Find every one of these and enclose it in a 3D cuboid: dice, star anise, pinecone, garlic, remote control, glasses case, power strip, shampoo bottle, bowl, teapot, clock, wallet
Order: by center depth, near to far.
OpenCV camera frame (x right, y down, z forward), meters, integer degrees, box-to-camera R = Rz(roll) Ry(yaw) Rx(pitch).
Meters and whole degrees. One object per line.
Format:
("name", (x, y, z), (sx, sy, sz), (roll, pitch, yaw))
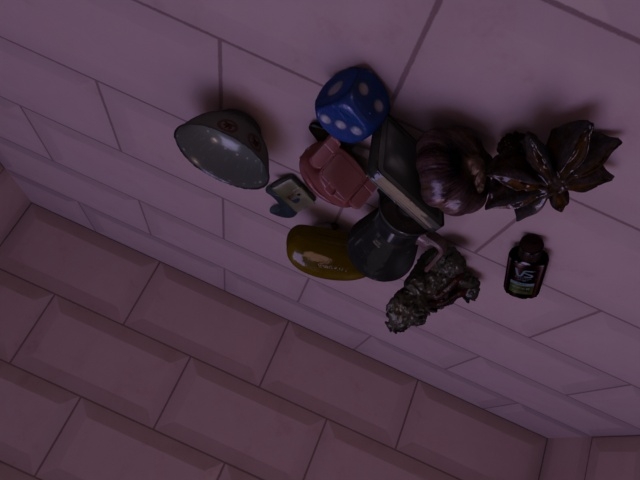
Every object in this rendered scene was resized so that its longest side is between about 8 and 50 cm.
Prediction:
("star anise", (0.533, -0.164, 1.257), (0.331, 0.118, 0.332), (-7, 140, -6))
("pinecone", (0.475, -0.233, 1.317), (0.077, 0.077, 0.083), (34, -173, -20))
("garlic", (0.347, -0.180, 1.337), (0.244, 0.245, 0.160), (35, 152, -23))
("dice", (0.083, -0.346, 1.366), (0.146, 0.143, 0.146), (42, 152, -28))
("clock", (0.026, -0.190, 1.635), (0.227, 0.142, 0.241), (45, 167, -17))
("remote control", (0.139, -0.243, 1.652), (0.074, 0.032, 0.122), (28, 162, 34))
("wallet", (0.056, -0.269, 1.656), (0.137, 0.031, 0.255), (29, 163, 44))
("bowl", (-0.292, -0.325, 1.752), (0.336, 0.158, 0.337), (20, 157, 9))
("teapot", (0.256, -0.013, 1.768), (0.300, 0.253, 0.344), (36, 153, 7))
("shampoo bottle", (0.687, 0.093, 1.779), (0.129, 0.084, 0.323), (13, 154, 19))
("wallet", (-0.099, -0.179, 1.997), (0.110, 0.040, 0.155), (-21, 133, 30))
("glasses case", (0.044, 0.061, 2.090), (0.370, 0.141, 0.173), (11, 126, -15))
("power strip", (-0.149, -0.154, 2.116), (0.137, 0.044, 0.216), (20, 156, 7))

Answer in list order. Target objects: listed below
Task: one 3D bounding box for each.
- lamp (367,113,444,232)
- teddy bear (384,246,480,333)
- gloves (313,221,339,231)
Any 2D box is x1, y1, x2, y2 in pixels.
("lamp", (0.232, -0.186, 1.412), (0.269, 0.267, 0.047), (38, 133, -26))
("teddy bear", (0.391, 0.206, 1.960), (0.224, 0.368, 0.357), (33, 173, 35))
("gloves", (0.002, -0.008, 2.207), (0.140, 0.131, 0.219), (25, 122, -25))
